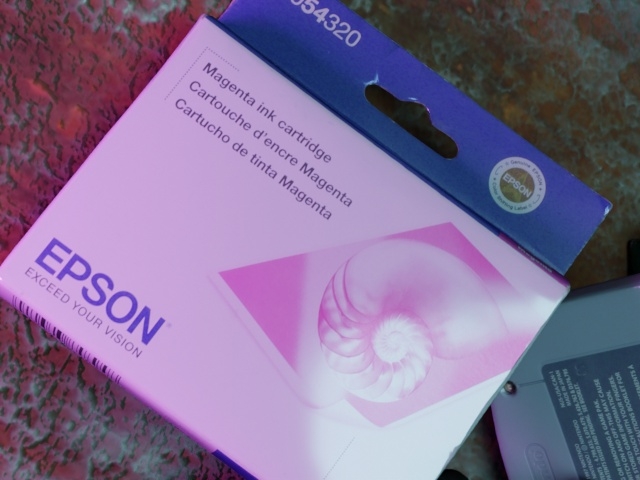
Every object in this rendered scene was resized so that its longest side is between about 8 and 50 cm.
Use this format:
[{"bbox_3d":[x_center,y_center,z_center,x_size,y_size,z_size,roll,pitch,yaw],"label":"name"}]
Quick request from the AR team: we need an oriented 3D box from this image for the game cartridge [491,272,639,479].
[{"bbox_3d":[0.244,0.174,1.238,0.060,0.196,0.294,-35,107,-62],"label":"game cartridge"}]

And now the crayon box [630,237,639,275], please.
[{"bbox_3d":[0.379,0.148,1.340,0.202,0.081,0.318,-4,88,-27],"label":"crayon box"}]

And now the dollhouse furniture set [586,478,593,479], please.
[{"bbox_3d":[0.243,0.208,1.172,0.091,0.114,0.081,51,32,3],"label":"dollhouse furniture set"}]

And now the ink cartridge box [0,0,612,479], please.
[{"bbox_3d":[0.000,0.000,1.107,0.324,0.071,0.330,36,77,0],"label":"ink cartridge box"}]

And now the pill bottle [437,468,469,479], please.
[{"bbox_3d":[0.010,0.232,1.161,0.219,0.123,0.122,-7,97,-25],"label":"pill bottle"}]
